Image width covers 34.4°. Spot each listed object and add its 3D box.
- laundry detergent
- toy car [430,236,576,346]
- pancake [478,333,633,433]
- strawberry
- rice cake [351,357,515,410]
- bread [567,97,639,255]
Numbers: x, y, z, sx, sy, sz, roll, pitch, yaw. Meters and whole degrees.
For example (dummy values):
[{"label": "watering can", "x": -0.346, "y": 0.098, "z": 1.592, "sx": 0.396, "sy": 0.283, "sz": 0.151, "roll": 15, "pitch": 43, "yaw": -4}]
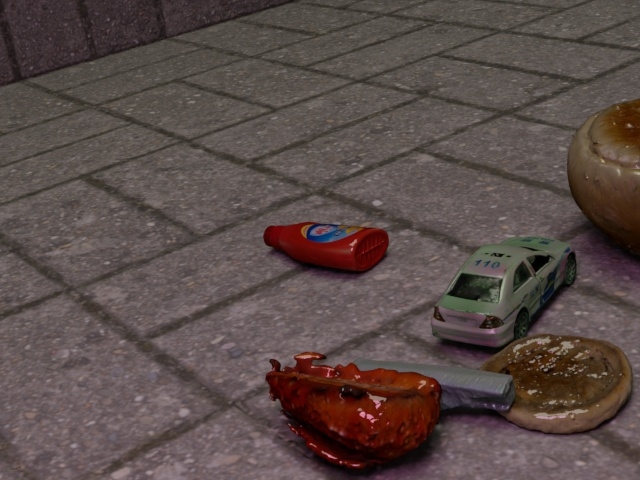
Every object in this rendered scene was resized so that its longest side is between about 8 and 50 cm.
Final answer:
[{"label": "laundry detergent", "x": 0.000, "y": 0.000, "z": 1.327, "sx": 0.165, "sy": 0.049, "sz": 0.097, "roll": 9, "pitch": 23, "yaw": 37}, {"label": "toy car", "x": 0.204, "y": 0.042, "z": 1.132, "sx": 0.090, "sy": 0.076, "sz": 0.224, "roll": 7, "pitch": 29, "yaw": 35}, {"label": "pancake", "x": 0.220, "y": 0.132, "z": 0.985, "sx": 0.152, "sy": 0.025, "sz": 0.151, "roll": -12, "pitch": 28, "yaw": 6}, {"label": "strawberry", "x": 0.028, "y": 0.156, "z": 0.955, "sx": 0.121, "sy": 0.082, "sz": 0.188, "roll": -4, "pitch": 6, "yaw": -41}, {"label": "rice cake", "x": 0.099, "y": 0.139, "z": 0.986, "sx": 0.180, "sy": 0.030, "sz": 0.042, "roll": 1, "pitch": 35, "yaw": 36}, {"label": "bread", "x": 0.436, "y": -0.075, "z": 1.209, "sx": 0.306, "sy": 0.158, "sz": 0.305, "roll": -11, "pitch": 24, "yaw": 5}]
